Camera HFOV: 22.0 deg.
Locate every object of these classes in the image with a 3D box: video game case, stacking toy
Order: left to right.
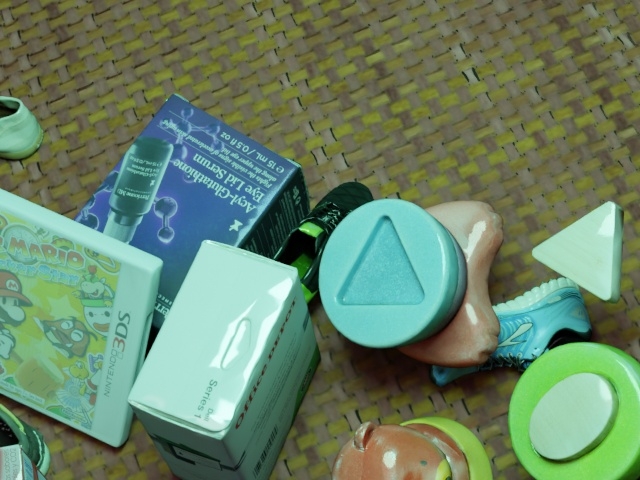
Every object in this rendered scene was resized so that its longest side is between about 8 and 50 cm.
[{"bbox_3d":[-0.261,0.062,1.488,0.227,0.206,0.026,23,33,13],"label":"video game case"},{"bbox_3d":[0.125,0.097,1.384,0.279,0.130,0.309,-14,72,30],"label":"stacking toy"}]

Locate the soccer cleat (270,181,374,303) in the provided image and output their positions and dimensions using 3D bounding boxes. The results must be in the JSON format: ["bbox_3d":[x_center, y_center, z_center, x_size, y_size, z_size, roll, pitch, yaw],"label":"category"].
[{"bbox_3d":[0.000,0.000,1.537,0.060,0.072,0.179,27,55,16],"label":"soccer cleat"}]

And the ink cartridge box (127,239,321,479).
[{"bbox_3d":[-0.077,0.118,1.424,0.092,0.219,0.160,19,69,14],"label":"ink cartridge box"}]

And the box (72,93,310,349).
[{"bbox_3d":[-0.130,-0.006,1.548,0.153,0.108,0.207,30,72,17],"label":"box"}]

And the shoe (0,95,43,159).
[{"bbox_3d":[-0.389,-0.127,1.657,0.219,0.058,0.076,5,66,8],"label":"shoe"}]

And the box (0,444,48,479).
[{"bbox_3d":[-0.290,0.343,1.384,0.142,0.154,0.300,-10,66,1],"label":"box"}]

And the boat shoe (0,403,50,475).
[{"bbox_3d":[-0.355,0.157,1.520,0.227,0.069,0.081,23,70,15],"label":"boat shoe"}]

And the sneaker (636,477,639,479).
[{"bbox_3d":[0.336,0.255,1.362,0.125,0.140,0.341,-20,67,-6],"label":"sneaker"}]

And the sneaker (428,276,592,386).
[{"bbox_3d":[0.174,0.095,1.495,0.162,0.063,0.073,-25,69,-5],"label":"sneaker"}]
